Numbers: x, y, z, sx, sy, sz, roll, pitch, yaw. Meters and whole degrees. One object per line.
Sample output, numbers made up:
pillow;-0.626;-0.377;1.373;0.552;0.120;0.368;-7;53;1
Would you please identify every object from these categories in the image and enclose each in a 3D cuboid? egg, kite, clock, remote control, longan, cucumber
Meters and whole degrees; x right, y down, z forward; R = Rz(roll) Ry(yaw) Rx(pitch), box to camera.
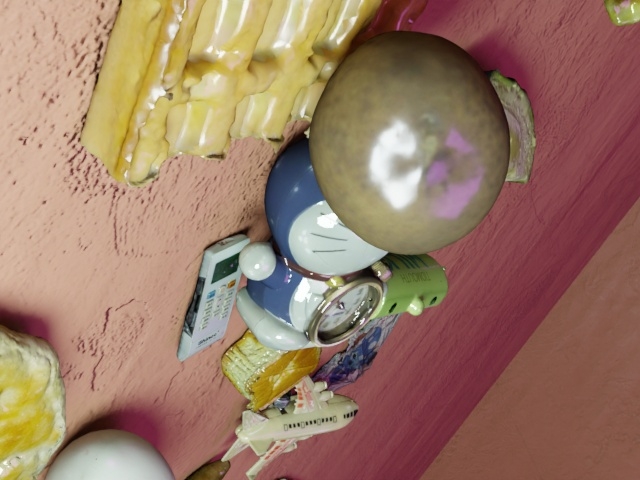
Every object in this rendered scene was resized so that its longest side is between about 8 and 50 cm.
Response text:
egg;-0.234;0.291;1.058;0.151;0.151;0.209;-38;153;-25
kite;0.060;0.184;1.626;0.406;0.014;0.368;-44;158;-13
clock;0.000;0.000;1.007;0.200;0.146;0.243;-5;130;-39
remote control;-0.124;0.065;1.056;0.065;0.029;0.166;-27;145;-45
longan;0.074;-0.081;0.794;0.167;0.167;0.187;-35;139;-31
cucumber;0.212;-0.141;1.265;0.325;0.105;0.145;6;96;-64

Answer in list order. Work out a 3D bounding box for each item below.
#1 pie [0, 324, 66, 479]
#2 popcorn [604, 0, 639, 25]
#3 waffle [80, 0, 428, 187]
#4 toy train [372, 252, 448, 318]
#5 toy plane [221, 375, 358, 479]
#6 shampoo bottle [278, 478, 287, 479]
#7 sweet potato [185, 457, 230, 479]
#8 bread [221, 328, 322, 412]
pie;-0.351;0.193;0.772;0.337;0.075;0.337;-40;156;-22
popcorn;0.390;-0.362;1.115;0.198;0.198;0.212;29;71;-68
waffle;-0.011;-0.207;0.753;0.348;0.077;0.304;-22;145;-49
toy train;0.072;0.040;1.212;0.105;0.157;0.253;-56;157;18
toy plane;-0.039;0.273;1.470;0.244;0.092;0.229;-12;136;-44
shampoo bottle;-0.071;0.487;1.859;0.049;0.034;0.141;-39;157;-5
sweet potato;-0.222;0.413;1.404;0.243;0.077;0.077;-55;162;-22
bread;-0.063;0.154;1.266;0.140;0.069;0.128;-39;156;-14
